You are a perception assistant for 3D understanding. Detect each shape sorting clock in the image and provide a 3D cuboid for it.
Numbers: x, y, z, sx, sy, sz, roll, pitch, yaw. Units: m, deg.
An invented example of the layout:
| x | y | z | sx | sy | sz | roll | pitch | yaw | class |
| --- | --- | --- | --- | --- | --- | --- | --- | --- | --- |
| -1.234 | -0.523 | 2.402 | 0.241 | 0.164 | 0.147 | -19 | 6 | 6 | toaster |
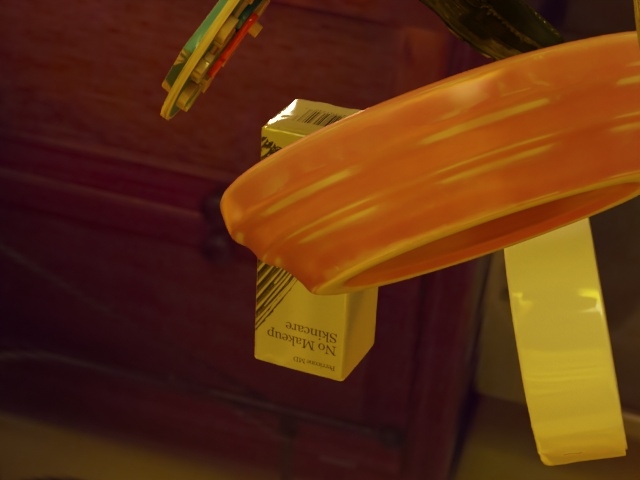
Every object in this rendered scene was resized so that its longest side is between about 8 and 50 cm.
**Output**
| x | y | z | sx | sy | sz | roll | pitch | yaw | class |
| --- | --- | --- | --- | --- | --- | --- | --- | --- | --- |
| -0.065 | -0.182 | 1.240 | 0.206 | 0.040 | 0.206 | -53 | -173 | 9 | shape sorting clock |

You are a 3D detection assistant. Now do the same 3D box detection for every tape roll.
| x | y | z | sx | sy | sz | roll | pitch | yaw | class |
| --- | --- | --- | --- | --- | --- | --- | --- | --- | --- |
| 0.280 | 0.108 | 1.745 | 0.286 | 0.100 | 0.286 | -9 | 90 | -80 | tape roll |

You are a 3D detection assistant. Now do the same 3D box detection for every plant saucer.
| x | y | z | sx | sy | sz | roll | pitch | yaw | class |
| --- | --- | --- | --- | --- | --- | --- | --- | --- | --- |
| 0.101 | -0.040 | 1.020 | 0.332 | 0.332 | 0.084 | 25 | 47 | -78 | plant saucer |

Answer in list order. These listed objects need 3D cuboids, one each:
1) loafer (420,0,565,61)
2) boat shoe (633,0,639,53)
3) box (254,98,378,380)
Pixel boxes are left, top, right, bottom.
| x | y | z | sx | sy | sz | roll | pitch | yaw | class |
| --- | --- | --- | --- | --- | --- | --- | --- | --- | --- |
| 0.121 | -0.222 | 1.276 | 0.078 | 0.223 | 0.076 | -48 | -167 | 31 | loafer |
| 0.174 | -0.103 | 0.616 | 0.098 | 0.109 | 0.302 | 77 | 10 | -75 | boat shoe |
| 0.000 | 0.000 | 1.592 | 0.094 | 0.113 | 0.275 | -46 | 143 | -56 | box |
